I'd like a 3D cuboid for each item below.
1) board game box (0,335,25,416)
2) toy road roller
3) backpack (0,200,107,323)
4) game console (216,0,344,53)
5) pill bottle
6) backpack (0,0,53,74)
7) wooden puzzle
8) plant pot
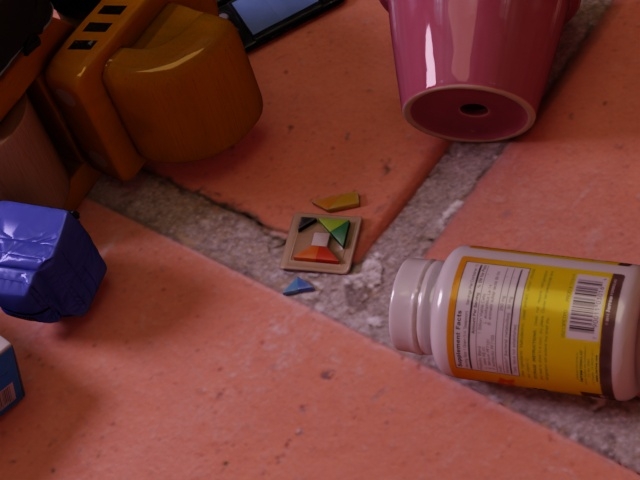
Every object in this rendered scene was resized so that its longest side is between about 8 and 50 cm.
[{"bbox_3d":[-0.491,0.133,1.541,0.302,0.086,0.308,33,56,25],"label":"board game box"},{"bbox_3d":[-0.211,-0.140,1.652,0.240,0.202,0.329,21,62,29],"label":"toy road roller"},{"bbox_3d":[-0.269,0.028,1.596,0.098,0.120,0.101,14,68,23],"label":"backpack"},{"bbox_3d":[-0.065,-0.288,1.799,0.144,0.085,0.124,-28,51,-5],"label":"game console"},{"bbox_3d":[0.173,0.067,1.435,0.215,0.117,0.117,7,56,21],"label":"pill bottle"},{"bbox_3d":[-0.370,-0.219,1.538,0.188,0.144,0.166,21,67,32],"label":"backpack"},{"bbox_3d":[0.000,0.000,1.605,0.078,0.014,0.116,-4,53,14],"label":"wooden puzzle"},{"bbox_3d":[0.149,-0.202,1.614,0.201,0.201,0.180,0,68,17],"label":"plant pot"}]
